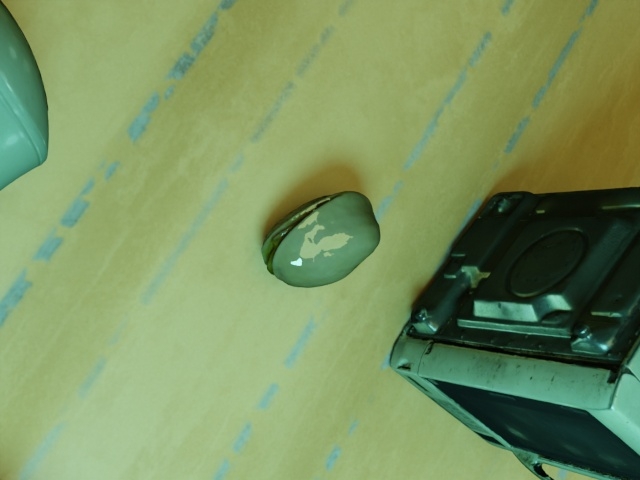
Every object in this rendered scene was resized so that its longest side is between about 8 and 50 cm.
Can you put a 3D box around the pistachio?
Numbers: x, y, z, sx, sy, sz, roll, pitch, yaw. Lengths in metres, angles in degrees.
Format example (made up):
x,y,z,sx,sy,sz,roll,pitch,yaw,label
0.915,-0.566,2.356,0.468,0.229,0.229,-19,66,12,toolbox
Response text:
x,y,z,sx,sy,sz,roll,pitch,yaw,label
0.000,0.000,1.069,0.149,0.113,0.113,-25,101,-27,pistachio

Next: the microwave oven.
x,y,z,sx,sy,sz,roll,pitch,yaw,label
0.320,0.105,1.074,0.247,0.394,0.333,45,70,-20,microwave oven

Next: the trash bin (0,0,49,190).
x,y,z,sx,sy,sz,roll,pitch,yaw,label
-0.443,-0.075,0.748,0.432,0.280,0.280,-45,109,-18,trash bin
